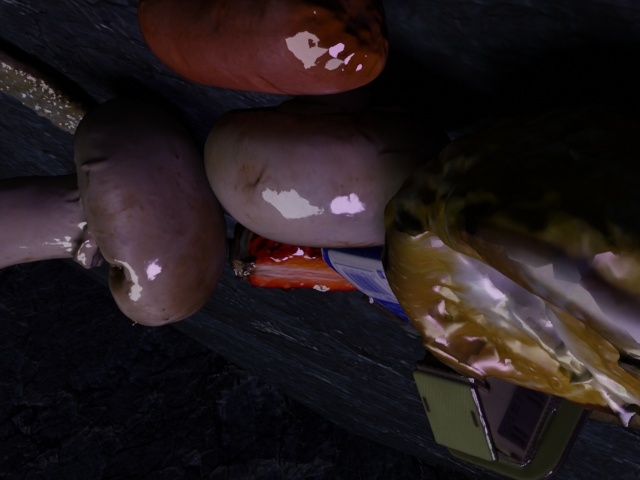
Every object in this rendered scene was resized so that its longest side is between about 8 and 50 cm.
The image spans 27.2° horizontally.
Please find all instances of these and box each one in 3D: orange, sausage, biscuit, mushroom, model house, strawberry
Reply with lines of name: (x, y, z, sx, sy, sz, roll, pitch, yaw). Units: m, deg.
orange: (0.199, 0.004, 1.005, 0.271, 0.210, 0.368, 34, 168, -20)
sausage: (-0.041, -0.169, 1.045, 0.113, 0.114, 0.259, 36, 166, -34)
biscuit: (-0.382, -0.206, 1.771, 0.289, 0.038, 0.141, 35, 165, -38)
mushroom: (-0.266, -0.018, 1.629, 0.289, 0.293, 0.292, -17, 166, -3)
mushroom: (0.010, -0.081, 1.177, 0.226, 0.178, 0.226, 7, -167, -2)
model house: (0.186, 0.154, 1.678, 0.278, 0.205, 0.218, 37, 163, -33)
strawberry: (0.000, 0.000, 1.703, 0.236, 0.111, 0.190, 7, 163, -19)

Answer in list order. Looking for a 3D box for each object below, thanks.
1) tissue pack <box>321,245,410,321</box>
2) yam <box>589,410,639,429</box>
tissue pack: (0.154, 0.026, 1.388, 0.209, 0.137, 0.269, 32, 170, -23)
yam: (0.404, 0.218, 1.791, 0.071, 0.067, 0.317, 61, 159, -11)
